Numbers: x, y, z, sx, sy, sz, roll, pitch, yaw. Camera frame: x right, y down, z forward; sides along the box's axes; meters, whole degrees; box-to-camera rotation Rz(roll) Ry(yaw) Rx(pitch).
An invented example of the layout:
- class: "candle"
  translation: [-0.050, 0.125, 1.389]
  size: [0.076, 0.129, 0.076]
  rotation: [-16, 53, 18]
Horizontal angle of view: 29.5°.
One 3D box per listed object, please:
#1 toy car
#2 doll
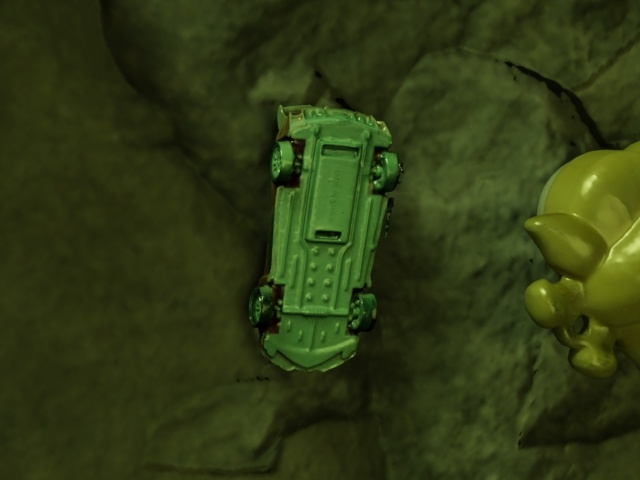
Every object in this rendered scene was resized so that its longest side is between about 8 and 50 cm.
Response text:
- class: "toy car"
  translation: [0.000, 0.000, 0.557]
  size: [0.059, 0.035, 0.121]
  rotation: [3, 105, -21]
- class: "doll"
  translation: [0.205, -0.054, 0.600]
  size: [0.117, 0.086, 0.291]
  rotation: [45, 79, -16]
